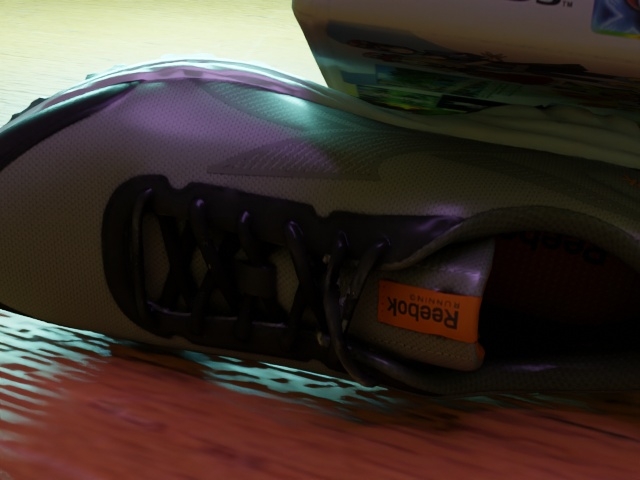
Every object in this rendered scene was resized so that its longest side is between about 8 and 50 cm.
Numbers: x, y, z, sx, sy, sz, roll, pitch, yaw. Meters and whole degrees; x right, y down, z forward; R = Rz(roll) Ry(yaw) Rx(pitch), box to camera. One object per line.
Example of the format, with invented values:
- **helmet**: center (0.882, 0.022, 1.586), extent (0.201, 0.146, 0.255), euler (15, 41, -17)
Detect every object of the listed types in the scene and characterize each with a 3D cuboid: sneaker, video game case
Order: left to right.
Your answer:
- **sneaker**: center (0.000, 0.000, 0.381), extent (0.271, 0.100, 0.108), euler (2, 24, 4)
- **video game case**: center (0.149, -0.061, 0.468), extent (0.300, 0.036, 0.329), euler (9, 3, 3)
